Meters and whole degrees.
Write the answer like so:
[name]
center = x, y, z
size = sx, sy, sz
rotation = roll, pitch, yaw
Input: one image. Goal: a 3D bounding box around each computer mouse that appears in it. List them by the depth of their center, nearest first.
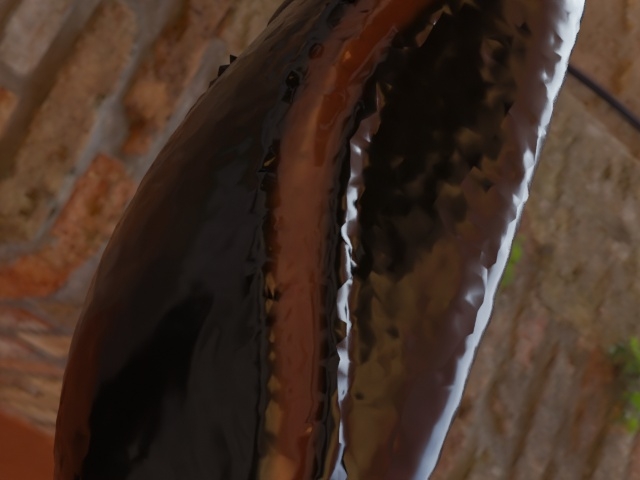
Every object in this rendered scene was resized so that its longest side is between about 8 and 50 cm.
[computer mouse]
center = -0.005, -0.002, 0.471
size = 0.183, 0.116, 0.323
rotation = -46, -161, 59
